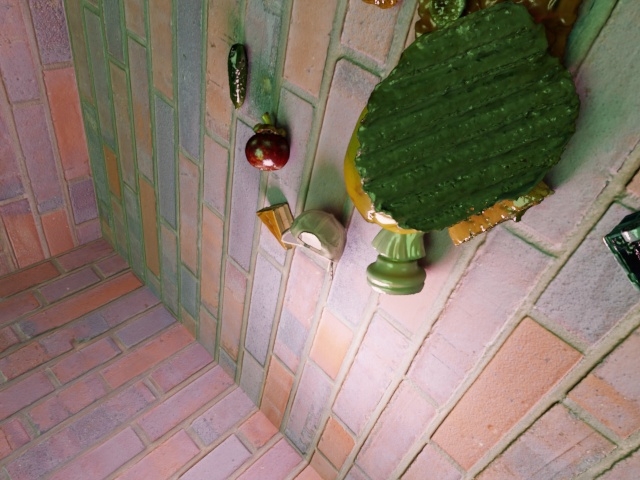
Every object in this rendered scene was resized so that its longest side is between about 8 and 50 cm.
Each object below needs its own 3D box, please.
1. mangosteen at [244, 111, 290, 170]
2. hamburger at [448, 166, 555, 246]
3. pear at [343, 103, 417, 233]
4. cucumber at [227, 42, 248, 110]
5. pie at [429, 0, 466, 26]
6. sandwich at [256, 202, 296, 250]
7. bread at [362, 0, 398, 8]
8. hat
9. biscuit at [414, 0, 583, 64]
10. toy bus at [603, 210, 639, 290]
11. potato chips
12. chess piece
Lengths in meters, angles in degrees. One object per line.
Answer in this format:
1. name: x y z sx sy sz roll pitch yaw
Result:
1. mangosteen: -0.162 -0.315 1.483 0.145 0.182 0.156 26 170 -24
2. hamburger: 0.387 -0.086 1.023 0.131 0.124 0.262 58 140 3
3. pear: 0.198 -0.186 1.063 0.284 0.337 0.285 18 157 8
4. cucumber: -0.276 -0.540 1.507 0.069 0.069 0.228 37 140 26
5. pie: 0.241 -0.455 0.868 0.084 0.019 0.085 27 130 38
6. sandwich: -0.154 -0.048 1.664 0.113 0.079 0.164 -2 113 50
7. bread: 0.030 -0.638 1.069 0.367 0.077 0.084 31 127 18
8. hat: -0.002 0.005 1.488 0.232 0.161 0.275 44 162 17
9. biscuit: 0.333 -0.433 0.882 0.318 0.110 0.312 28 130 34
10. toy bus: 0.650 -0.019 0.763 0.128 0.147 0.256 58 146 1
11. potato chips: 0.258 -0.211 0.849 0.428 0.070 0.359 -23 107 15
12. chess piece: 0.217 -0.011 1.251 0.175 0.175 0.299 18 112 40
